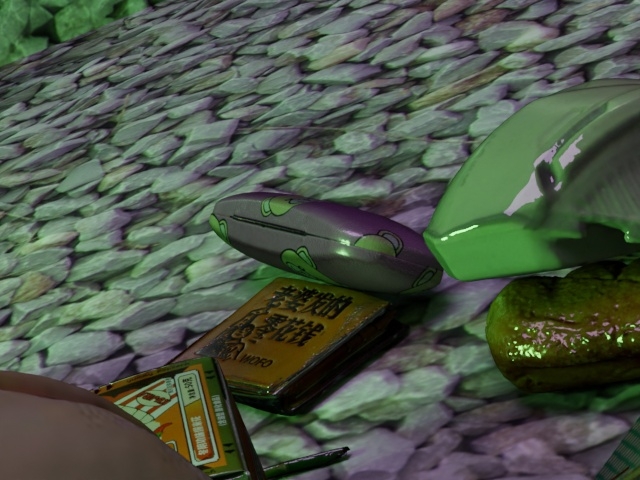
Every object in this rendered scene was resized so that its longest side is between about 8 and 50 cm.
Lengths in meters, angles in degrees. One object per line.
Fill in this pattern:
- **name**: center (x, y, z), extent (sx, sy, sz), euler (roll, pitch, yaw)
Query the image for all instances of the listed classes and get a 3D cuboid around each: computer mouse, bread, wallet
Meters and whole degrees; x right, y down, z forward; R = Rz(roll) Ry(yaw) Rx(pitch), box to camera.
- **computer mouse**: center (0.266, -0.065, 1.373), extent (0.429, 0.145, 0.228), euler (-10, -2, -31)
- **bread**: center (0.291, 0.056, 1.260), extent (0.344, 0.084, 0.124), euler (-10, 33, 22)
- **wallet**: center (-0.037, 0.092, 1.510), extent (0.161, 0.042, 0.195), euler (-34, 25, -30)

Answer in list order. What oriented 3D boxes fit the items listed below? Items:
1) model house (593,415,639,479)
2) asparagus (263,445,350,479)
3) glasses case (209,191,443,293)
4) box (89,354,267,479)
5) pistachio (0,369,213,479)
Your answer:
- **model house**: center (0.238, 0.154, 0.901), extent (0.271, 0.206, 0.178), euler (-1, 29, 41)
- **asparagus**: center (-0.055, 0.190, 1.332), extent (0.166, 0.016, 0.013), euler (-16, 55, 7)
- **glasses case**: center (0.000, 0.000, 1.593), extent (0.123, 0.076, 0.316), euler (16, -1, -31)
- **box**: center (-0.123, 0.203, 1.179), extent (0.177, 0.148, 0.195), euler (-22, 21, -1)
- **pistachio**: center (-0.221, 0.250, 0.880), extent (0.445, 0.365, 0.281), euler (-2, 10, -37)
